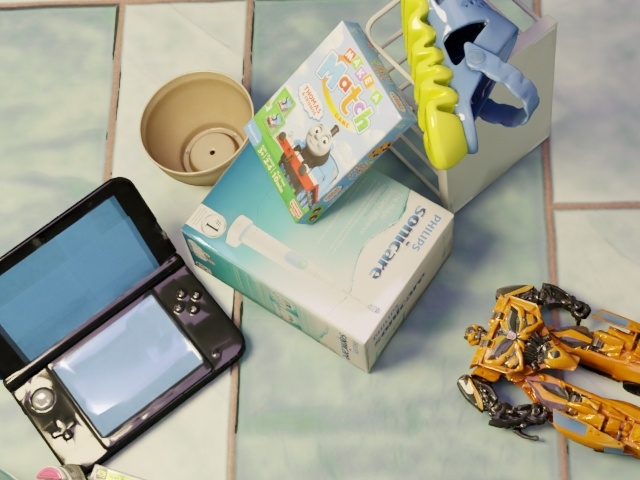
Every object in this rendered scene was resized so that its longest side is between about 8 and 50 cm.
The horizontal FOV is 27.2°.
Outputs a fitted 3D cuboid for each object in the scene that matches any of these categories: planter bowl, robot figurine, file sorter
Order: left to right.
[{"bbox_3d":[-0.160,-0.141,1.841,0.162,0.109,0.162,-4,66,9],"label":"planter bowl"},{"bbox_3d":[0.183,-0.204,1.753,0.193,0.277,0.173,-38,65,-11],"label":"file sorter"},{"bbox_3d":[0.321,0.163,1.684,0.291,0.085,0.211,21,69,13],"label":"robot figurine"}]

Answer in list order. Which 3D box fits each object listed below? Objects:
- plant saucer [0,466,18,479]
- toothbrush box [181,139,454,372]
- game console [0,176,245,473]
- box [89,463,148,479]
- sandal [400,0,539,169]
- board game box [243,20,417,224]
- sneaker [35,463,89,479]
[{"bbox_3d":[-0.466,0.425,1.639,0.318,0.044,0.317,-4,74,13],"label":"plant saucer"},{"bbox_3d":[0.000,0.000,1.760,0.295,0.126,0.216,30,72,17],"label":"toothbrush box"},{"bbox_3d":[-0.286,0.113,1.712,0.293,0.173,0.250,-37,69,-10],"label":"game console"},{"bbox_3d":[-0.207,0.369,1.670,0.207,0.036,0.114,15,70,11],"label":"box"},{"bbox_3d":[0.169,-0.234,1.554,0.138,0.126,0.317,-9,70,1],"label":"sandal"},{"bbox_3d":[0.008,-0.147,1.664,0.211,0.039,0.160,-44,63,31],"label":"board game box"},{"bbox_3d":[-0.287,0.348,1.631,0.063,0.075,0.170,-28,87,27],"label":"sneaker"}]
